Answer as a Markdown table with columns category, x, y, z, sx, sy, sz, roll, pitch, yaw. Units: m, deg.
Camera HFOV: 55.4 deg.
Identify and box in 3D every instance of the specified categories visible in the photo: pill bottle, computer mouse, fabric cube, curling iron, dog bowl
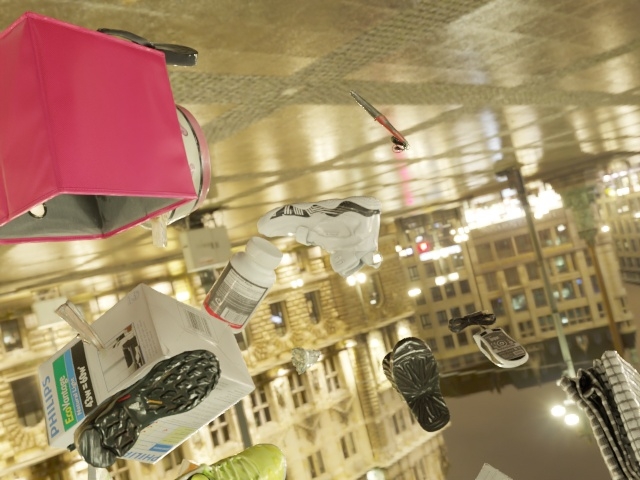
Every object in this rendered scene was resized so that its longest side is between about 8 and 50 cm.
| category | x | y | z | sx | sy | sz | roll | pitch | yaw |
| --- | --- | --- | --- | --- | --- | --- | --- | --- | --- |
| pill bottle | -0.265 | 0.150 | 2.115 | 0.318 | 0.176 | 0.176 | -56 | 166 | 14 |
| computer mouse | 0.361 | 0.216 | 1.288 | 0.106 | 0.042 | 0.193 | -12 | -151 | -14 |
| fabric cube | -0.392 | -0.152 | 0.954 | 0.259 | 0.258 | 0.254 | -19 | 173 | 32 |
| curling iron | 0.190 | -0.391 | 2.003 | 0.035 | 0.274 | 0.068 | -44 | 180 | -40 |
| dog bowl | -0.491 | -0.243 | 1.869 | 0.150 | 0.407 | 0.408 | -17 | -179 | -43 |

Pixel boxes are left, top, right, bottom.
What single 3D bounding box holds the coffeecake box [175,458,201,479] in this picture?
| category | x | y | z | sx | sy | sz | roll | pitch | yaw |
| --- | --- | --- | --- | --- | --- | --- | --- | --- | --- |
| coffeecake box | -0.317 | 0.691 | 1.645 | 0.186 | 0.142 | 0.068 | 3 | 157 | 41 |

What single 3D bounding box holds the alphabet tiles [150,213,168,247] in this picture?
| category | x | y | z | sx | sy | sz | roll | pitch | yaw |
| --- | --- | --- | --- | --- | --- | --- | --- | --- | --- |
| alphabet tiles | -0.339 | -0.127 | 1.250 | 0.021 | 0.283 | 0.278 | -4 | 179 | -10 |

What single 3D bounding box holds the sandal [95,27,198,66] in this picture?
| category | x | y | z | sx | sy | sz | roll | pitch | yaw |
| --- | --- | --- | --- | --- | --- | --- | --- | --- | --- |
| sandal | -0.347 | -0.362 | 1.119 | 0.255 | 0.054 | 0.097 | -12 | -143 | -40 |

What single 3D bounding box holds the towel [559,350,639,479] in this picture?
| category | x | y | z | sx | sy | sz | roll | pitch | yaw |
| --- | --- | --- | --- | --- | --- | --- | --- | --- | --- |
| towel | 0.596 | 0.370 | 1.193 | 0.121 | 0.234 | 0.284 | -29 | 142 | 26 |

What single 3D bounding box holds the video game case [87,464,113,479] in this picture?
| category | x | y | z | sx | sy | sz | roll | pitch | yaw |
| --- | --- | --- | --- | --- | --- | --- | --- | --- | --- |
| video game case | -0.501 | 0.655 | 1.466 | 0.026 | 0.206 | 0.227 | -28 | -158 | -11 |

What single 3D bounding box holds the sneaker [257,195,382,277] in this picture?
| category | x | y | z | sx | sy | sz | roll | pitch | yaw |
| --- | --- | --- | --- | --- | --- | --- | --- | --- | --- |
| sneaker | 0.000 | 0.000 | 1.725 | 0.366 | 0.210 | 0.137 | -8 | 167 | 11 |

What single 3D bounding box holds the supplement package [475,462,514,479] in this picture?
| category | x | y | z | sx | sy | sz | roll | pitch | yaw |
| --- | --- | --- | --- | --- | --- | --- | --- | --- | --- |
| supplement package | 0.385 | 0.721 | 1.474 | 0.145 | 0.204 | 0.262 | 28 | -133 | 27 |

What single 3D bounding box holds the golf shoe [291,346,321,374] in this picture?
| category | x | y | z | sx | sy | sz | roll | pitch | yaw |
| --- | --- | --- | --- | --- | --- | --- | --- | --- | --- |
| golf shoe | -0.040 | 0.342 | 1.819 | 0.086 | 0.069 | 0.176 | -26 | 164 | -14 |

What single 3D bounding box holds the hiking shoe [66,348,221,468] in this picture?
| category | x | y | z | sx | sy | sz | roll | pitch | yaw |
| --- | --- | --- | --- | --- | --- | --- | --- | --- | --- |
| hiking shoe | -0.333 | 0.297 | 1.157 | 0.304 | 0.113 | 0.132 | -30 | -166 | -34 |

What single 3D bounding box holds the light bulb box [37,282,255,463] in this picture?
| category | x | y | z | sx | sy | sz | roll | pitch | yaw |
| --- | --- | --- | --- | --- | --- | --- | --- | --- | --- |
| light bulb box | -0.429 | 0.346 | 1.520 | 0.361 | 0.225 | 0.358 | -37 | 142 | 10 |

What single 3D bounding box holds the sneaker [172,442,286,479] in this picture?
| category | x | y | z | sx | sy | sz | roll | pitch | yaw |
| --- | --- | --- | --- | --- | --- | --- | --- | --- | --- |
| sneaker | -0.181 | 0.466 | 1.096 | 0.385 | 0.145 | 0.147 | -19 | 138 | -55 |

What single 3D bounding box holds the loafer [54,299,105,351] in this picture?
| category | x | y | z | sx | sy | sz | roll | pitch | yaw |
| --- | --- | --- | --- | --- | --- | --- | --- | --- | --- |
| loafer | -0.490 | 0.180 | 1.242 | 0.039 | 0.125 | 0.045 | -37 | -167 | -22 |

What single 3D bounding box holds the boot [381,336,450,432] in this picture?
| category | x | y | z | sx | sy | sz | roll | pitch | yaw |
| --- | --- | --- | --- | --- | --- | --- | --- | --- | --- |
| boot | 0.266 | 0.391 | 1.867 | 0.131 | 0.347 | 0.260 | -20 | -155 | -4 |
